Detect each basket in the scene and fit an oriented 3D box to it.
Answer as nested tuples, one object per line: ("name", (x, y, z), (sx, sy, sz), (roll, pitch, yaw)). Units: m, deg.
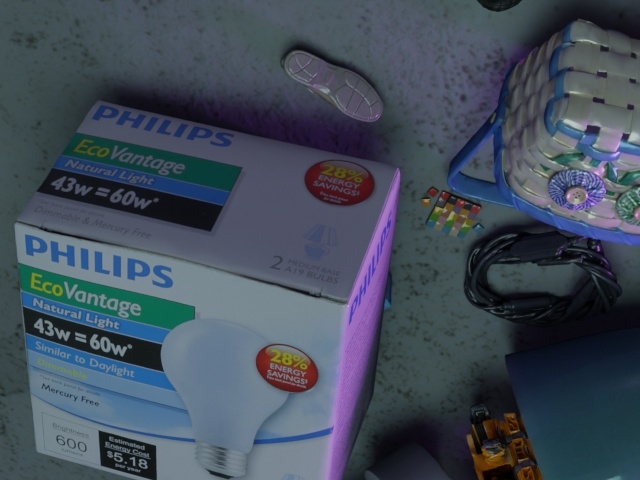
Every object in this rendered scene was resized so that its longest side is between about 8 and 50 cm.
("basket", (0.286, -0.093, 1.532), (0.254, 0.201, 0.289), (13, 158, -5))

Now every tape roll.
("tape roll", (0.143, 0.362, 1.803), (0.072, 0.219, 0.219), (-31, 119, -10))

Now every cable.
("cable", (0.258, 0.047, 1.695), (0.184, 0.047, 0.150), (-13, 136, 28))

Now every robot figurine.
("robot figurine", (0.244, 0.325, 1.777), (0.085, 0.211, 0.291), (-16, 137, 3))

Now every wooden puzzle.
("wooden puzzle", (0.154, -0.029, 1.679), (0.083, 0.006, 0.049), (20, 122, -9))

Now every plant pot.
("plant pot", (0.375, 0.233, 1.675), (0.235, 0.293, 0.293), (-20, 119, 9))

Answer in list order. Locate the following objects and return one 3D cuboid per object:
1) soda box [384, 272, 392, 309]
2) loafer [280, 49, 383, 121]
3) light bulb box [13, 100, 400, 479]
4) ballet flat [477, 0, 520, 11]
("soda box", (0.000, 0.000, 1.674), (0.071, 0.067, 0.210), (-27, 116, 20))
("loafer", (0.012, -0.172, 1.586), (0.125, 0.039, 0.045), (30, 87, -17))
("light bulb box", (-0.120, 0.083, 1.581), (0.358, 0.225, 0.361), (13, 133, 9))
("ballet flat", (0.236, -0.295, 1.489), (0.173, 0.057, 0.049), (-28, 157, 21))
